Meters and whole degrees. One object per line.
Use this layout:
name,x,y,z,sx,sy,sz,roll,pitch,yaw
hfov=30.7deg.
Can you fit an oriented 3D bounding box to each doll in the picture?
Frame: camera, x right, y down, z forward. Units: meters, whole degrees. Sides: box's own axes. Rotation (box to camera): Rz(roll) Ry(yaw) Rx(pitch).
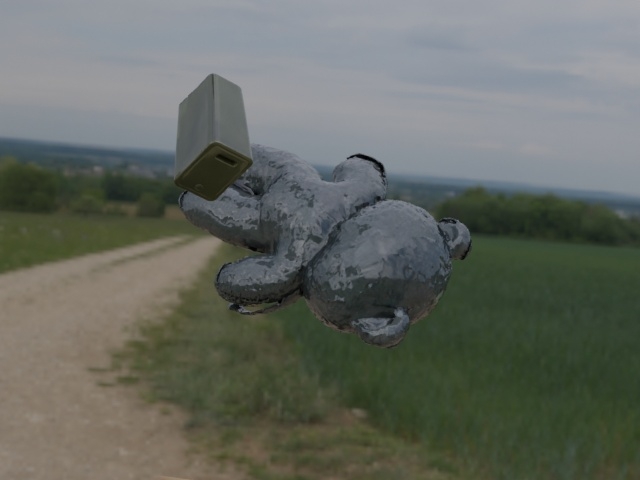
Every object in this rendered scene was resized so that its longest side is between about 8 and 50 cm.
doll,0.003,0.006,1.301,0.340,0.158,0.246,20,51,37

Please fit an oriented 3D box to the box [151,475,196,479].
box,-0.206,0.495,1.587,0.213,0.260,0.283,-3,9,31

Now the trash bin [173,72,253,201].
trash bin,-0.091,-0.089,0.981,0.043,0.092,0.061,27,-51,-31
